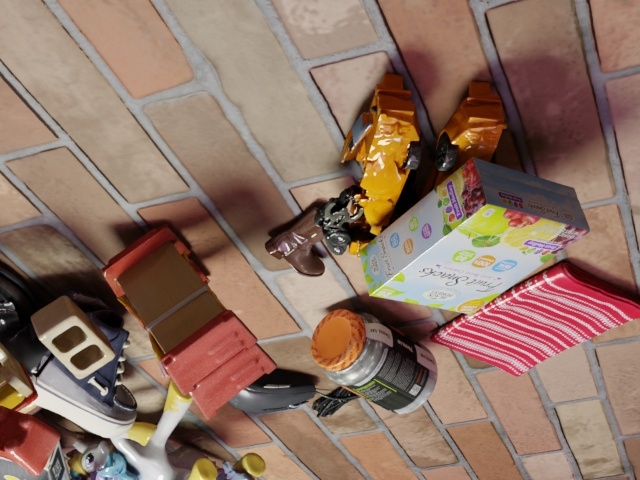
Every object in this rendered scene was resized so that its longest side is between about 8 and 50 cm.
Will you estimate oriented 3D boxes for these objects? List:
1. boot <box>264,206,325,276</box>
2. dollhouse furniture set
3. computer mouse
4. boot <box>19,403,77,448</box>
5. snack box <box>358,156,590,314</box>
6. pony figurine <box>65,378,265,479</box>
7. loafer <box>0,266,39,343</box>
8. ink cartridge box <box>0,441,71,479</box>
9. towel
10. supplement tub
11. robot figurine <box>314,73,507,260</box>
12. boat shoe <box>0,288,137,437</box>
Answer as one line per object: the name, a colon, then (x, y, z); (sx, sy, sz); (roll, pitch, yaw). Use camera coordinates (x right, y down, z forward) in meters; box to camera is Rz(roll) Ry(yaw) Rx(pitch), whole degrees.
boot: (0.000, 0.000, 1.439); (0.106, 0.037, 0.114); (25, 134, -37)
dollhouse furniture set: (-0.276, 0.173, 1.400); (0.374, 0.201, 0.152); (-35, 142, -6)
computer mouse: (-0.045, 0.244, 1.781); (0.262, 0.060, 0.184); (19, 142, -28)
boot: (-0.483, 0.293, 1.821); (0.248, 0.090, 0.207); (-17, 145, 34)
snack box: (0.176, 0.002, 1.268); (0.174, 0.070, 0.207); (11, 143, -36)
pony figurine: (-0.265, 0.424, 1.905); (0.351, 0.303, 0.363); (48, 134, -10)
loafer: (-0.460, 0.141, 1.576); (0.109, 0.095, 0.302); (-2, 147, 0)
ink cartridge box: (-0.576, 0.375, 1.827); (0.307, 0.072, 0.303); (12, 150, 1)
towel: (0.329, 0.126, 1.644); (0.199, 0.031, 0.275); (24, 139, -32)
supplement tub: (0.080, 0.179, 1.637); (0.117, 0.117, 0.190); (-25, 140, 31)
robot figurine: (0.108, -0.068, 1.290); (0.211, 0.085, 0.291); (5, 146, -9)
boat shoe: (-0.327, 0.185, 1.620); (0.158, 0.127, 0.340); (-42, 155, 0)
